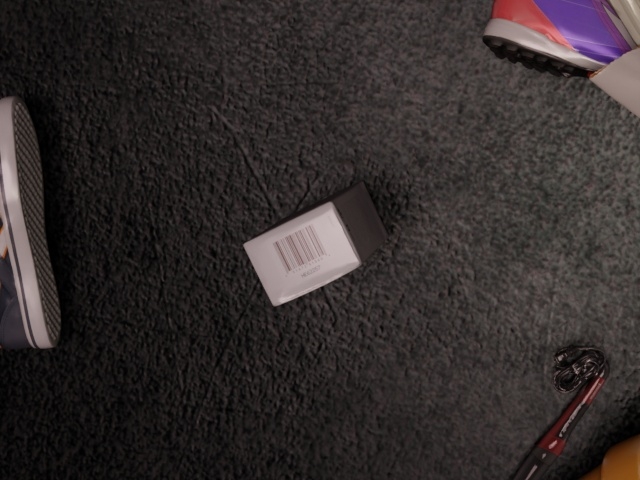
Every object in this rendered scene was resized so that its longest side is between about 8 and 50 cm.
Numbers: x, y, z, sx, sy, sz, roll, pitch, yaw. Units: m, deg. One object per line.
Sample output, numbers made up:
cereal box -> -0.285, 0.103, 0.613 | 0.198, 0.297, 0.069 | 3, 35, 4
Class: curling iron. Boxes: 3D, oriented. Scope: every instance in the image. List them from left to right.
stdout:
curling iron -> 0.266, 0.244, 1.817 | 0.068, 0.035, 0.274 | 29, 101, 11

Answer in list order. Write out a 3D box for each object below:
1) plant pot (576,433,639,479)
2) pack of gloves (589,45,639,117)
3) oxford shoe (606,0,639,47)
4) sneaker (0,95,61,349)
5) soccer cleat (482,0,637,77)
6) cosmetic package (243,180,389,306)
plant pot -> 0.347, 0.347, 1.745 | 0.188, 0.205, 0.205 | -29, 91, 30
pack of gloves -> 0.439, -0.143, 1.618 | 0.232, 0.046, 0.195 | 37, 132, -28
oxford shoe -> 0.277, -0.385, 1.669 | 0.130, 0.169, 0.449 | -35, 85, 43
sneaker -> -0.411, -0.017, 1.874 | 0.127, 0.126, 0.321 | -4, 98, 6
soccer cleat -> 0.350, -0.226, 1.708 | 0.318, 0.108, 0.116 | 19, 87, 8
cosmetic package -> 0.000, 0.000, 1.738 | 0.117, 0.231, 0.085 | -25, 92, 14
